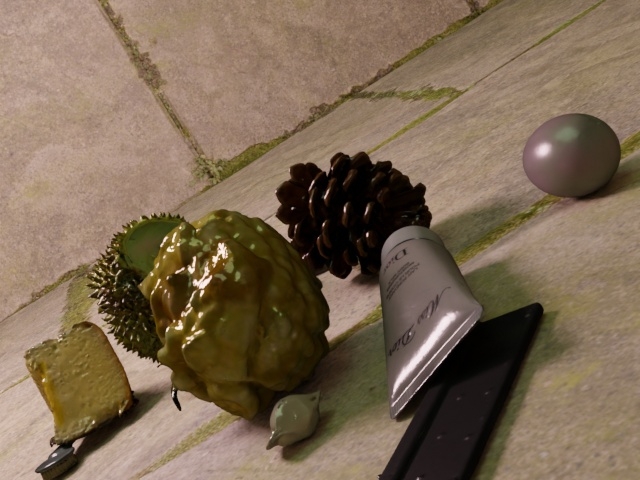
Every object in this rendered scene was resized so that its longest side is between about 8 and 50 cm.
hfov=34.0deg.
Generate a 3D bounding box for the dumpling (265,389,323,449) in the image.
[{"bbox_3d":[-0.028,0.194,1.105,0.052,0.057,0.076,7,49,6],"label":"dumpling"}]

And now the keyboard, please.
[{"bbox_3d":[0.125,0.149,0.949,0.101,0.018,0.309,-22,16,33],"label":"keyboard"}]

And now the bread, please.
[{"bbox_3d":[-0.347,0.239,1.554,0.140,0.169,0.160,-25,52,-14],"label":"bread"}]

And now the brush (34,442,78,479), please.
[{"bbox_3d":[-0.350,0.283,1.559,0.062,0.027,0.266,-28,10,17],"label":"brush"}]

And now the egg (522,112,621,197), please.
[{"bbox_3d":[0.307,-0.104,1.284,0.103,0.103,0.135,-37,13,-23],"label":"egg"}]

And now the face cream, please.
[{"bbox_3d":[0.115,0.071,1.139,0.143,0.089,0.314,-50,14,16],"label":"face cream"}]

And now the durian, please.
[{"bbox_3d":[-0.237,0.082,1.577,0.176,0.237,0.200,-38,9,27],"label":"durian"}]

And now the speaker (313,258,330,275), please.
[{"bbox_3d":[0.000,0.000,1.740,0.082,0.044,0.218,-25,14,27],"label":"speaker"}]

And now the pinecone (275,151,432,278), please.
[{"bbox_3d":[0.056,-0.037,1.460,0.212,0.168,0.186,-15,-20,39],"label":"pinecone"}]

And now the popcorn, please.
[{"bbox_3d":[-0.107,0.090,1.245,0.225,0.249,0.249,-36,11,18],"label":"popcorn"}]
